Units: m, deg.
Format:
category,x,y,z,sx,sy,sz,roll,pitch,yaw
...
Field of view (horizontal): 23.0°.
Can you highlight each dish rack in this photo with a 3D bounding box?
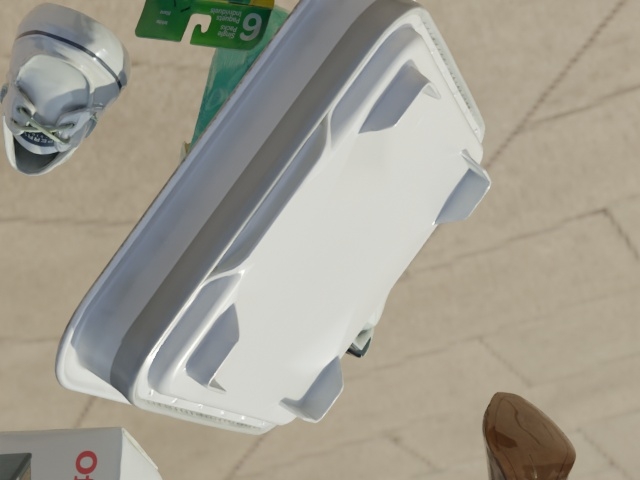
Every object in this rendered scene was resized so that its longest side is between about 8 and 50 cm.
category,x,y,z,sx,sy,sz,roll,pitch,yaw
dish rack,0.000,0.000,0.915,0.285,0.072,0.333,-53,162,0

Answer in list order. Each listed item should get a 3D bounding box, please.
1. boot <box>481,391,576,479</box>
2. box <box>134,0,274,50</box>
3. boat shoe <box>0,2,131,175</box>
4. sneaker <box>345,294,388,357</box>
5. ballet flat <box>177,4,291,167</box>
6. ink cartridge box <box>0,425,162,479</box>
category,x,y,z,sx,sy,sz,roll,pitch,yaw
boot,0.086,0.133,0.689,0.042,0.118,0.087,7,115,-10
box,-0.068,-0.198,0.868,0.105,0.179,0.043,12,-170,38
boat shoe,-0.187,-0.096,1.125,0.083,0.076,0.226,22,164,-4
sneaker,-0.005,-0.004,1.522,0.122,0.146,0.330,26,171,23
ballet flat,-0.060,-0.067,1.125,0.083,0.087,0.247,-1,134,-28
ink cartridge box,-0.208,0.197,0.925,0.212,0.154,0.093,-2,154,8
